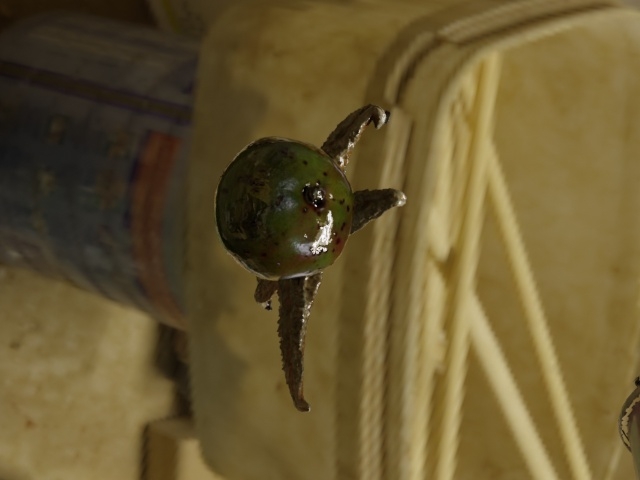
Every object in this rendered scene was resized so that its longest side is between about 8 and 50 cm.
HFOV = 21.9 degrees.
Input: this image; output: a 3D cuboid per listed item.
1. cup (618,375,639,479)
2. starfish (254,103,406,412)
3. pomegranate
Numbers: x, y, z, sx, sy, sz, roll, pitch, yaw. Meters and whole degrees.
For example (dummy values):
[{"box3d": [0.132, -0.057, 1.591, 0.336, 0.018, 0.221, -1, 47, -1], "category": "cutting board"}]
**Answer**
[{"box3d": [0.382, 0.256, 1.370, 0.253, 0.253, 0.274, 44, 37, -46], "category": "cup"}, {"box3d": [-0.005, -0.002, 1.393, 0.048, 0.231, 0.295, 21, 43, -24], "category": "starfish"}, {"box3d": [-0.038, -0.021, 1.297, 0.114, 0.142, 0.114, 4, 81, -29], "category": "pomegranate"}]
